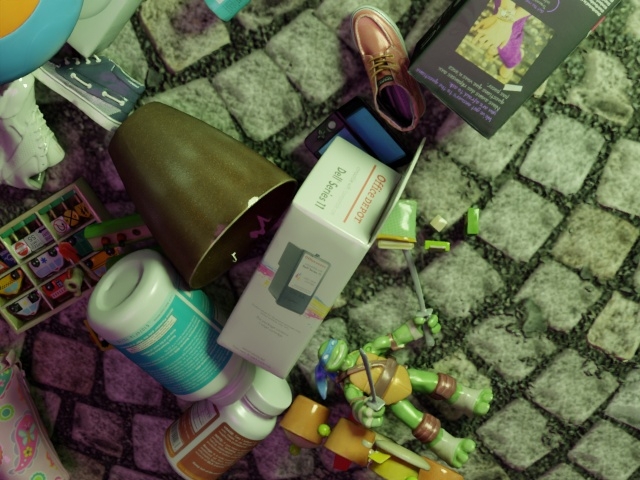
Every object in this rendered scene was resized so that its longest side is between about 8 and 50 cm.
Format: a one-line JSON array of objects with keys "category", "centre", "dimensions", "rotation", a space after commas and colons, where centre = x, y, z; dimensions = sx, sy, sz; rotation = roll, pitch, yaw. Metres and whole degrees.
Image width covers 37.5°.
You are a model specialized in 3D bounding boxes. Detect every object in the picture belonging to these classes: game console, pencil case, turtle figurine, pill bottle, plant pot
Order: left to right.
[{"category": "pencil case", "centre": [-0.535, 0.329, 1.642], "dimensions": [0.124, 0.124, 0.284], "rotation": [-11, 109, 16]}, {"category": "pill bottle", "centre": [-0.211, 0.143, 1.413], "dimensions": [0.146, 0.146, 0.264], "rotation": [-28, 126, 21]}, {"category": "plant pot", "centre": [-0.189, -0.086, 1.364], "dimensions": [0.230, 0.215, 0.215], "rotation": [44, 115, 9]}, {"category": "pill bottle", "centre": [-0.150, 0.296, 1.547], "dimensions": [0.121, 0.121, 0.216], "rotation": [43, 114, -8]}, {"category": "game console", "centre": [0.053, -0.130, 1.347], "dimensions": [0.107, 0.071, 0.122], "rotation": [-42, 99, 6]}, {"category": "turtle figurine", "centre": [0.139, 0.208, 1.411], "dimensions": [0.266, 0.198, 0.275], "rotation": [32, 118, -9]}]

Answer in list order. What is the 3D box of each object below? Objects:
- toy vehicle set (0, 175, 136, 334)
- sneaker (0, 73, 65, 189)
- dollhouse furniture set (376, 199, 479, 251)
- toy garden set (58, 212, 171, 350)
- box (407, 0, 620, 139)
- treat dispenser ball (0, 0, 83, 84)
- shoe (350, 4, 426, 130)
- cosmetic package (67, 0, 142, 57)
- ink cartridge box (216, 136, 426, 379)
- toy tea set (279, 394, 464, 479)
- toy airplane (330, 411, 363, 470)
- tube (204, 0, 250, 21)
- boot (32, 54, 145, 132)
[{"category": "toy vehicle set", "centre": [-0.443, 0.028, 1.539], "dimensions": [0.266, 0.035, 0.166], "rotation": [-28, 105, 21]}, {"category": "sneaker", "centre": [-0.439, -0.164, 1.423], "dimensions": [0.115, 0.090, 0.232], "rotation": [17, 140, -11]}, {"category": "dollhouse furniture set", "centre": [0.151, -0.024, 1.369], "dimensions": [0.151, 0.058, 0.076], "rotation": [3, 84, 5]}, {"category": "toy garden set", "centre": [-0.311, 0.081, 1.484], "dimensions": [0.203, 0.049, 0.244], "rotation": [-13, 129, 15]}, {"category": "box", "centre": [0.252, -0.287, 1.190], "dimensions": [0.143, 0.165, 0.270], "rotation": [39, 115, -7]}, {"category": "treat dispenser ball", "centre": [-0.430, -0.329, 1.140], "dimensions": [0.288, 0.288, 0.288], "rotation": [4, 114, 10]}, {"category": "shoe", "centre": [0.091, -0.235, 1.291], "dimensions": [0.063, 0.081, 0.178], "rotation": [-23, 107, 20]}, {"category": "cosmetic package", "centre": [-0.370, -0.482, 1.275], "dimensions": [0.377, 0.097, 0.284], "rotation": [41, 112, -7]}, {"category": "ink cartridge box", "centre": [0.000, 0.000, 1.313], "dimensions": [0.119, 0.207, 0.353], "rotation": [31, 125, -1]}, {"category": "toy tea set", "centre": [0.065, 0.351, 1.431], "dimensions": [0.200, 0.336, 0.124], "rotation": [31, 81, -34]}, {"category": "toy airplane", "centre": [0.030, 0.320, 1.572], "dimensions": [0.151, 0.028, 0.151], "rotation": [4, 112, 9]}, {"category": "tube", "centre": [-0.073, -0.387, 1.282], "dimensions": [0.207, 0.052, 0.080], "rotation": [-40, 105, 18]}, {"category": "boot", "centre": [-0.353, -0.249, 1.395], "dimensions": [0.190, 0.069, 0.086], "rotation": [37, 98, -6]}]
